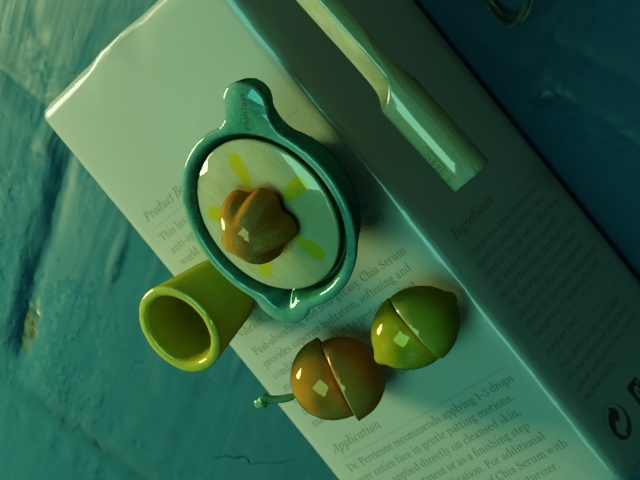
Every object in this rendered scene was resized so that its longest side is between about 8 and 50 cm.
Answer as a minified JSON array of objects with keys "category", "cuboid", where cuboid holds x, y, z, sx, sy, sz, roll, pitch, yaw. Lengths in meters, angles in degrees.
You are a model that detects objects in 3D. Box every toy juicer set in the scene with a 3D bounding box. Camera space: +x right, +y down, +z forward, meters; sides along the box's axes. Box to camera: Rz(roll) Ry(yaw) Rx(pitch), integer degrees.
[{"category":"toy juicer set","cuboid":[0.000,0.000,1.156,0.209,0.089,0.329,33,132,14]}]

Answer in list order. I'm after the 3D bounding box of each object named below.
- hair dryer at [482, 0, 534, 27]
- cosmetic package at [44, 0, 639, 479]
[{"category":"hair dryer","cuboid":[0.143,-0.264,1.110,0.223,0.080,0.294,3,119,35]},{"category":"cosmetic package","cuboid":[0.037,0.000,1.303,0.453,0.161,0.230,51,134,-4]}]
